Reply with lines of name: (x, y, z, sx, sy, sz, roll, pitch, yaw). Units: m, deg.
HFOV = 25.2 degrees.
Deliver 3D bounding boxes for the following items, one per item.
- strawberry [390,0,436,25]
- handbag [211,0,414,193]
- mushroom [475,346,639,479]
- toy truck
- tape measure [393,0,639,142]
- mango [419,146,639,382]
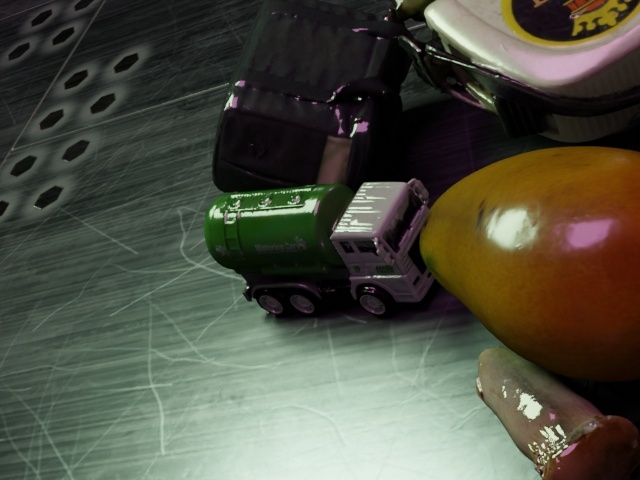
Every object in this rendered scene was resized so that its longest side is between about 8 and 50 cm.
strawberry: (0.156, -0.341, 1.613, 0.138, 0.233, 0.306, -47, 20, 35)
handbag: (-0.003, -0.139, 1.532, 0.181, 0.181, 0.254, 14, 43, 4)
mushroom: (0.177, 0.133, 1.132, 0.084, 0.071, 0.209, -30, 28, -5)
toy truck: (0.000, 0.000, 1.410, 0.242, 0.125, 0.101, -2, 43, 39)
tape measure: (0.243, -0.186, 1.410, 0.271, 0.133, 0.231, -30, 48, -1)
mango: (0.202, 0.009, 1.165, 0.211, 0.173, 0.317, -21, 20, -21)
